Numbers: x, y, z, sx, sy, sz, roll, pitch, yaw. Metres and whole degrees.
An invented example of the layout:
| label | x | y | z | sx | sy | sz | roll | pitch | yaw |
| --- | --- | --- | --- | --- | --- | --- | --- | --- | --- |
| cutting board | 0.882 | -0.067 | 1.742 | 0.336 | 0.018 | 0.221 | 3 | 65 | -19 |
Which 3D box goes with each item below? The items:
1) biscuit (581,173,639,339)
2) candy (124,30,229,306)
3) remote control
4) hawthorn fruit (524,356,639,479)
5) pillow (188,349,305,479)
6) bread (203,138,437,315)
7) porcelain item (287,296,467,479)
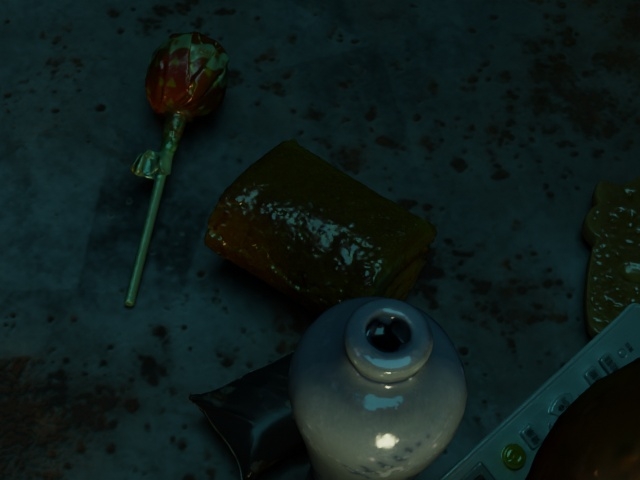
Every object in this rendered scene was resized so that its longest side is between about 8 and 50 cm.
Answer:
| label | x | y | z | sx | sy | sz | roll | pitch | yaw |
| --- | --- | --- | --- | --- | --- | --- | --- | --- | --- |
| biscuit | 0.314 | 0.005 | 1.640 | 0.162 | 0.035 | 0.250 | 28 | 57 | 21 |
| candy | -0.146 | -0.067 | 1.648 | 0.078 | 0.084 | 0.287 | 9 | 65 | 6 |
| remote control | 0.203 | 0.174 | 1.500 | 0.293 | 0.051 | 0.103 | -39 | 92 | -26 |
| hawthorn fruit | 0.346 | 0.228 | 1.277 | 0.403 | 0.403 | 0.403 | 2 | 55 | -3 |
| pillow | -0.026 | 0.140 | 1.512 | 0.150 | 0.048 | 0.090 | -25 | 54 | -24 |
| bread | 0.000 | 0.000 | 1.576 | 0.172 | 0.103 | 0.132 | 31 | 42 | 16 |
| porcelain item | 0.039 | 0.141 | 1.389 | 0.141 | 0.259 | 0.141 | 3 | 53 | -4 |
